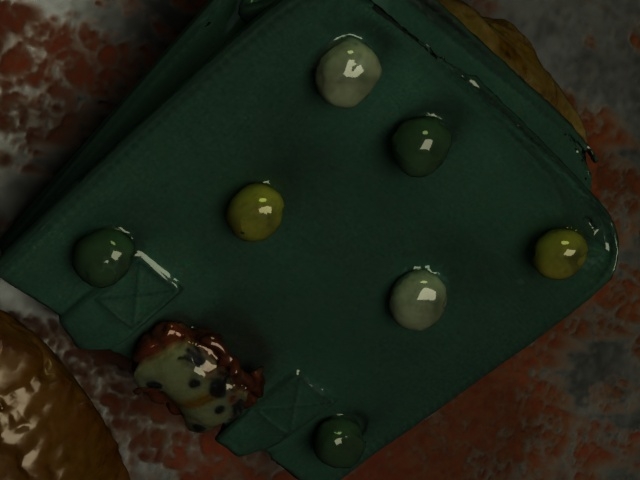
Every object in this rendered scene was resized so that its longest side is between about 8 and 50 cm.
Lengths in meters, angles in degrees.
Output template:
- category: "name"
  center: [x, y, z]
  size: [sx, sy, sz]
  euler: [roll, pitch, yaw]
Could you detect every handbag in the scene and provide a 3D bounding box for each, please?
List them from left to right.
- category: "handbag"
  center: [0.002, 0.001, 0.886]
  size: [0.274, 0.100, 0.268]
  euler: [-42, 121, 16]

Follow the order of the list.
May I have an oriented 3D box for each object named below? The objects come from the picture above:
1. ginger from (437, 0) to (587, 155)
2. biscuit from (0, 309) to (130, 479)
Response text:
- category: "ginger"
  center: [0.056, -0.092, 0.960]
  size: [0.263, 0.116, 0.109]
  euler: [25, 46, -25]
- category: "biscuit"
  center: [-0.232, 0.169, 0.868]
  size: [0.296, 0.075, 0.296]
  euler: [-5, 102, -26]
